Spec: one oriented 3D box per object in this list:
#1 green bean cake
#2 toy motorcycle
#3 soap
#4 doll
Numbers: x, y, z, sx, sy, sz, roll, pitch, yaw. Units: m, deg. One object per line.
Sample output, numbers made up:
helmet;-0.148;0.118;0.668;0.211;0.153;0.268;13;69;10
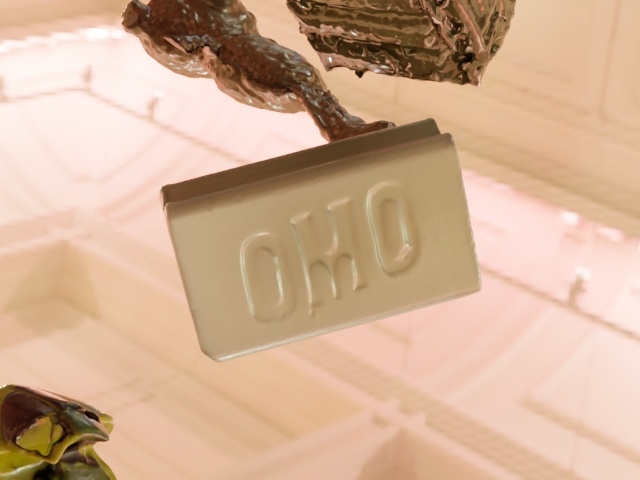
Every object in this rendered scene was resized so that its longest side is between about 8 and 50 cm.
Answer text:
green bean cake;0.063;-0.253;0.989;0.132;0.241;0.255;11;-115;31
toy motorcycle;-0.191;0.242;1.109;0.142;0.206;0.342;-17;-109;-34
soap;0.000;0.000;1.034;0.198;0.119;0.066;-15;-161;-5
doll;-0.043;-0.130;1.188;0.202;0.091;0.286;10;-158;-21
